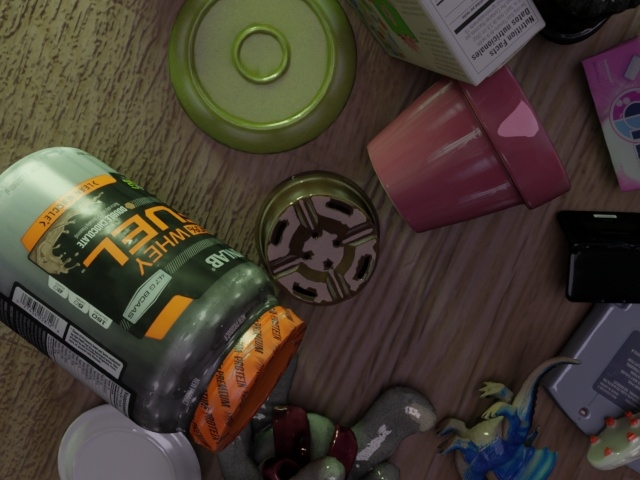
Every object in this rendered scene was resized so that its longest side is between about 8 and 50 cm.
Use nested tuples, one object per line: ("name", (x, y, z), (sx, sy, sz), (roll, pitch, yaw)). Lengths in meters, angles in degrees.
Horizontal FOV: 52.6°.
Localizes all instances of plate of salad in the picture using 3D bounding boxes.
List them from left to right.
("plate of salad", (-0.252, 0.306, 0.865), (0.200, 0.048, 0.199), (2, 101, 9))

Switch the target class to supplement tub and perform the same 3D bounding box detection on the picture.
("supplement tub", (-0.198, 0.064, 0.704), (0.338, 0.207, 0.207), (32, 95, 11))

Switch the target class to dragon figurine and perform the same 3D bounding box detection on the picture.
("dragon figurine", (0.251, 0.270, 0.854), (0.144, 0.085, 0.289), (43, 101, -8))

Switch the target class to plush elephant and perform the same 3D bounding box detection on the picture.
("plush elephant", (-0.035, 0.302, 0.767), (0.272, 0.255, 0.330), (31, 95, -5))

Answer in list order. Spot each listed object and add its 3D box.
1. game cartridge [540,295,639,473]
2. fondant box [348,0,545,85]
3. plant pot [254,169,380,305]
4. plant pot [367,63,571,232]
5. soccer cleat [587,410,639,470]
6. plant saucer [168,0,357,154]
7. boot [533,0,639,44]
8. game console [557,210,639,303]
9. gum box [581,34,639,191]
("game cartridge", (0.455, 0.215, 0.878), (0.294, 0.060, 0.196), (34, 91, -5))
("fondant box", (0.053, -0.325, 0.652), (0.096, 0.238, 0.330), (-41, 118, 3))
("plant pot", (0.000, 0.000, 0.777), (0.167, 0.165, 0.166), (0, 97, -3))
("plant pot", (0.164, -0.105, 0.766), (0.180, 0.201, 0.201), (-29, 97, 17))
("soccer cleat", (0.432, 0.240, 0.823), (0.196, 0.068, 0.076), (-37, 100, 0))
("plant saucer", (-0.073, -0.228, 0.810), (0.241, 0.037, 0.240), (0, 98, -2))
("boot", (0.197, -0.354, 0.666), (0.348, 0.260, 0.131), (45, 108, 6))
("game console", (0.373, 0.020, 0.845), (0.122, 0.107, 0.071), (2, 131, -3))
("gum box", (0.406, -0.164, 0.793), (0.062, 0.107, 0.188), (-26, 99, -36))
